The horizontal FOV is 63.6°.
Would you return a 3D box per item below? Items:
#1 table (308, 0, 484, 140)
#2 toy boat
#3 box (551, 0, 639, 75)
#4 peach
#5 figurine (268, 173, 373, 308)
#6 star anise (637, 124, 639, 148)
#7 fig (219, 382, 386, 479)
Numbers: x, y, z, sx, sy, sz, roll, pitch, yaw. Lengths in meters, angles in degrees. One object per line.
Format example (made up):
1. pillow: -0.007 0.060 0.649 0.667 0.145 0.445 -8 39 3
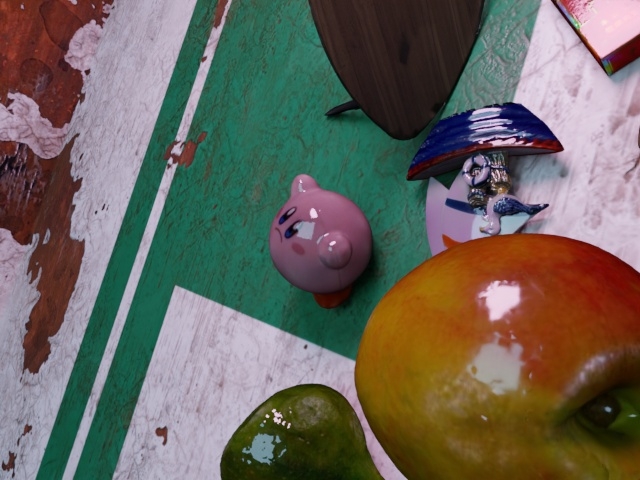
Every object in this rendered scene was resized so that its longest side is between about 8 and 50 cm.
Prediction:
1. table: 0.082 -0.361 0.862 0.249 0.317 0.317 28 95 57
2. toy boat: 0.205 -0.043 0.740 0.219 0.072 0.318 26 102 41
3. box: 0.382 -0.318 0.676 0.112 0.048 0.175 -35 55 28
4. peach: 0.190 0.137 0.528 0.332 0.308 0.307 156 125 -69
5. figurine: 0.000 0.000 0.819 0.173 0.173 0.173 -15 66 37
6. star anise: 0.440 -0.088 0.521 0.214 0.099 0.220 19 83 30
7. fig: -0.001 0.321 0.714 0.235 0.203 0.203 35 100 18
